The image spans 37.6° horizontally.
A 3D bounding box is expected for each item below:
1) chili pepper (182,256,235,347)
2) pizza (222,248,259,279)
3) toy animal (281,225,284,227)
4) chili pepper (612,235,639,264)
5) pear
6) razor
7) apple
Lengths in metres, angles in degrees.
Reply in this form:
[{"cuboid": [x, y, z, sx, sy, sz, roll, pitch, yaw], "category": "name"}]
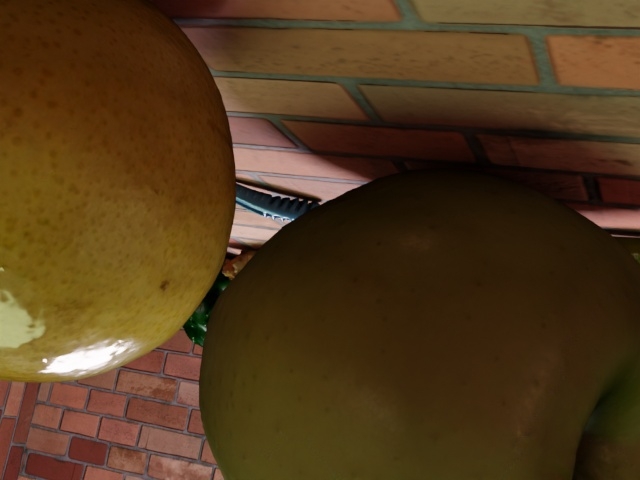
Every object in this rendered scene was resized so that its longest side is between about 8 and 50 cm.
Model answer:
[{"cuboid": [-0.168, 0.112, 1.773, 0.261, 0.174, 0.165, 3, 141, 41], "category": "chili pepper"}, {"cuboid": [0.015, 0.084, 1.582, 0.405, 0.130, 0.440, 23, 170, 15], "category": "pizza"}, {"cuboid": [0.000, 0.000, 1.325, 0.135, 0.047, 0.065, 12, 179, -34], "category": "toy animal"}, {"cuboid": [0.335, 0.015, 1.084, 0.201, 0.050, 0.052, 4, 131, 39], "category": "chili pepper"}, {"cuboid": [-0.210, -0.048, 0.648, 0.314, 0.315, 0.314, 11, 169, 2], "category": "pear"}, {"cuboid": [-0.121, -0.057, 1.168, 0.253, 0.042, 0.082, 12, -169, -12], "category": "razor"}, {"cuboid": [0.104, 0.148, 0.939, 0.473, 0.474, 0.473, 11, 169, 2], "category": "apple"}]
